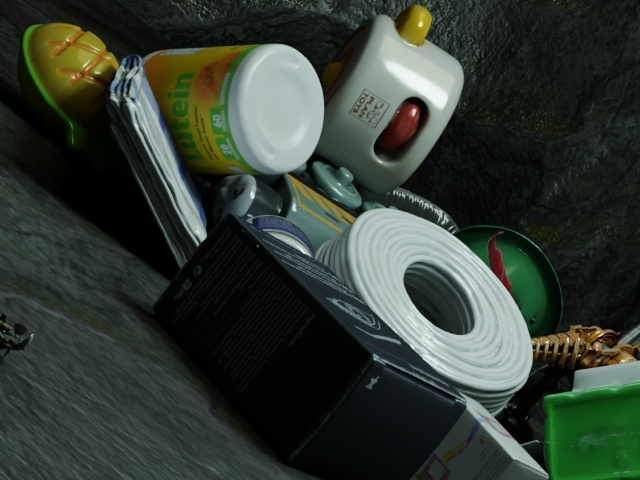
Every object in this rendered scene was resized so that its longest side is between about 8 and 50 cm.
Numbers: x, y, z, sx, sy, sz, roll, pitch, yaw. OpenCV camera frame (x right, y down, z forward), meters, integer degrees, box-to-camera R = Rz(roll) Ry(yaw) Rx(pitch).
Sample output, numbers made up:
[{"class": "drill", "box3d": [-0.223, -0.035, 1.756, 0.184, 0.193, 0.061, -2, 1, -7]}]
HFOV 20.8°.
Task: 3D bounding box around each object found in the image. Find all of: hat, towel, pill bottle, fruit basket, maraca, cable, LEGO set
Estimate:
[{"class": "hat", "box3d": [0.182, 0.083, 2.019, 0.208, 0.173, 0.183, 66, 19, -11]}, {"class": "towel", "box3d": [-0.150, -0.069, 1.683, 0.285, 0.034, 0.209, -109, 175, -75]}, {"class": "pill bottle", "box3d": [-0.129, -0.139, 1.874, 0.246, 0.136, 0.136, 2, -20, 41]}, {"class": "fruit basket", "box3d": [0.411, 0.225, 1.931, 0.353, 0.327, 0.165, 9, 72, -51]}, {"class": "pill bottle", "box3d": [-0.051, 0.026, 1.683, 0.094, 0.094, 0.169, 37, 7, -8]}, {"class": "maraca", "box3d": [-0.250, -0.147, 1.804, 0.127, 0.099, 0.185, -1, 60, -54]}, {"class": "cable", "box3d": [0.107, 0.082, 1.840, 0.257, 0.089, 0.257, 30, 35, -22]}, {"class": "LEGO set", "box3d": [-0.205, 0.050, 1.059, 0.054, 0.023, 0.083, 36, -6, -33]}]

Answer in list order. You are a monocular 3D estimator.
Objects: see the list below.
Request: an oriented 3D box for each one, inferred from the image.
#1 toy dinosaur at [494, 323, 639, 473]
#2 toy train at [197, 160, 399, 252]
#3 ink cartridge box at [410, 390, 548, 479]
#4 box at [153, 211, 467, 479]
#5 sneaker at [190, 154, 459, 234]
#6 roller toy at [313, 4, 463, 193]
[{"class": "toy dinosaur", "box3d": [0.319, 0.174, 2.120, 0.322, 0.218, 0.164, 35, 8, -29]}, {"class": "toy train", "box3d": [0.000, 0.000, 2.000, 0.334, 0.142, 0.190, 34, 17, -30]}, {"class": "ink cartridge box", "box3d": [0.126, 0.197, 1.506, 0.052, 0.088, 0.122, 30, 10, -36]}, {"class": "box", "box3d": [-0.009, 0.094, 1.402, 0.207, 0.108, 0.153, 44, 9, 39]}, {"class": "sneaker", "box3d": [-0.041, -0.062, 2.278, 0.447, 0.169, 0.257, 34, -9, -10]}, {"class": "roller toy", "box3d": [0.066, -0.167, 2.084, 0.146, 0.191, 0.209, 31, -34, -12]}]
